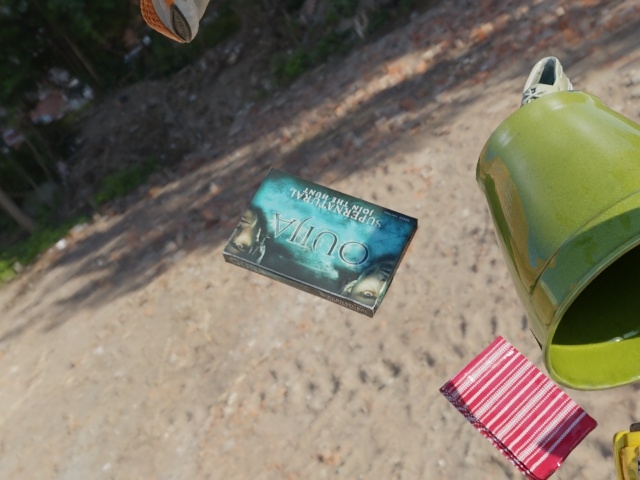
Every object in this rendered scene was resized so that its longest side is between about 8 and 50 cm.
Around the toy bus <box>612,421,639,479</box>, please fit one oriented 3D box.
[{"bbox_3d":[0.517,0.307,1.285,0.220,0.149,0.211,-9,-12,10],"label":"toy bus"}]

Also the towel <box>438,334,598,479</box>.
[{"bbox_3d":[0.403,0.338,1.946,0.199,0.275,0.031,-36,-24,-25],"label":"towel"}]

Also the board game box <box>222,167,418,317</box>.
[{"bbox_3d":[0.000,0.000,1.078,0.186,0.026,0.126,20,63,16],"label":"board game box"}]

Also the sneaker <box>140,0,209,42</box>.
[{"bbox_3d":[-0.198,-0.394,1.290,0.262,0.099,0.121,92,-158,-62],"label":"sneaker"}]

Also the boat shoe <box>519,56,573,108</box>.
[{"bbox_3d":[0.408,-0.244,1.793,0.109,0.094,0.302,-17,26,28],"label":"boat shoe"}]

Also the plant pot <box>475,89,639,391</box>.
[{"bbox_3d":[0.411,-0.031,1.419,0.367,0.366,0.353,-33,50,8],"label":"plant pot"}]
